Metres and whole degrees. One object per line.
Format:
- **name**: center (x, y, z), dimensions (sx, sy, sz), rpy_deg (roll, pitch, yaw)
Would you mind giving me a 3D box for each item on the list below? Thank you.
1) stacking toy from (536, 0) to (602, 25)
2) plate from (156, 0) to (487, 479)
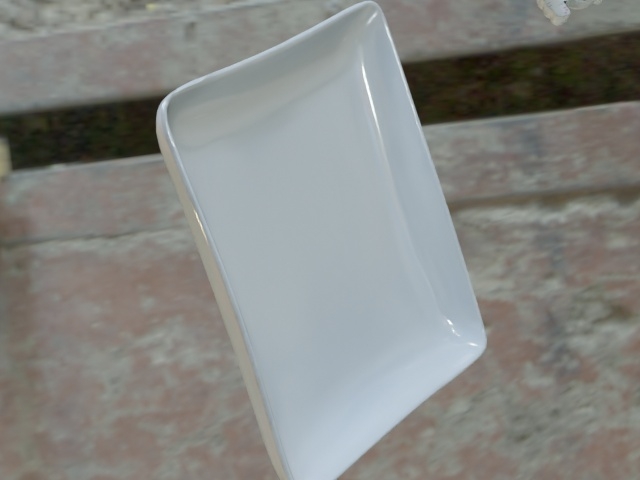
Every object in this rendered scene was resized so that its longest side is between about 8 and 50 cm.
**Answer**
- **stacking toy**: center (0.151, -0.279, 1.415), dimensions (0.052, 0.167, 0.221), rpy_deg (-31, 78, -10)
- **plate**: center (0.000, 0.000, 1.303), dimensions (0.045, 0.277, 0.278), rpy_deg (-10, 104, 36)
